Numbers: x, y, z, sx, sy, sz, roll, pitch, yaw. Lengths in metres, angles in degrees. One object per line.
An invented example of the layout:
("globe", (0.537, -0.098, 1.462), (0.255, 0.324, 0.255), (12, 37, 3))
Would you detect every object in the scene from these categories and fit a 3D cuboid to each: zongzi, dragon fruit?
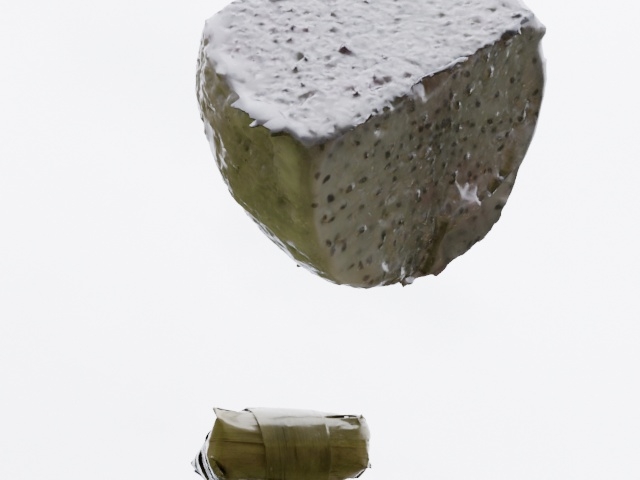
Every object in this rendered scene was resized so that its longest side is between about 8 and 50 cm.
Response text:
("zongzi", (-0.039, 0.208, 1.374), (0.160, 0.078, 0.176), (5, -19, -9))
("dragon fruit", (0.026, -0.098, 1.195), (0.221, 0.283, 0.204), (35, -37, 32))

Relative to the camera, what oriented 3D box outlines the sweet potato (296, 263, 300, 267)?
("sweet potato", (0.000, 0.000, 1.394), (0.026, 0.115, 0.026), (12, -63, 24))
